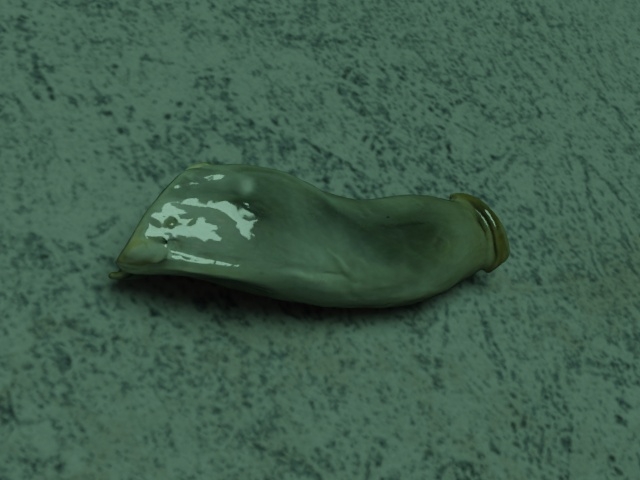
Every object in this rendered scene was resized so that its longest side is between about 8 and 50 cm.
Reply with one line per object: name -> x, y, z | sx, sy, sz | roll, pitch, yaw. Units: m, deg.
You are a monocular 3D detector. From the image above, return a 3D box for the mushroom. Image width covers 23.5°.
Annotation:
mushroom -> 0.001, 0.002, 1.233 | 0.351, 0.097, 0.109 | 4, 55, -30
